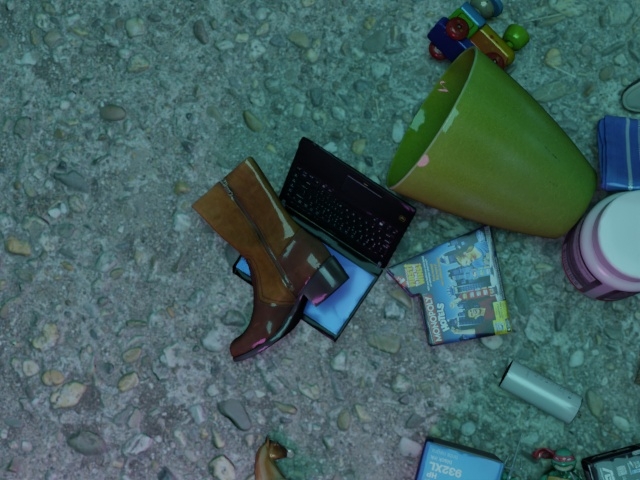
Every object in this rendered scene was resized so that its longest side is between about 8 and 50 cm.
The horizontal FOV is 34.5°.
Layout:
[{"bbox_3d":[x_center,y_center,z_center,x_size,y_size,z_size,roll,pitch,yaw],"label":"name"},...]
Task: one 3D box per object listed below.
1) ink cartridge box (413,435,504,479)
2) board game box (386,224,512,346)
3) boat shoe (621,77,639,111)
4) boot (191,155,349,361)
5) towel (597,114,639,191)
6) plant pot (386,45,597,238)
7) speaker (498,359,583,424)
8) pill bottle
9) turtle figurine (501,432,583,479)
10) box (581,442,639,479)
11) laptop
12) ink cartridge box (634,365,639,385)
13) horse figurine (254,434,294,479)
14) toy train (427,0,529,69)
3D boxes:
[{"bbox_3d":[0.192,0.483,1.656,0.129,0.223,0.307,15,83,7],"label":"ink cartridge box"},{"bbox_3d":[0.218,0.083,1.794,0.194,0.060,0.194,-10,81,3],"label":"board game box"},{"bbox_3d":[0.628,-0.291,1.830,0.206,0.075,0.065,-23,38,6],"label":"boat shoe"},{"bbox_3d":[-0.131,0.039,1.776,0.264,0.096,0.280,-43,85,23],"label":"boot"},{"bbox_3d":[0.631,-0.150,1.702,0.336,0.243,0.040,-1,122,15],"label":"towel"},{"bbox_3d":[0.305,-0.132,1.731,0.293,0.275,0.275,30,85,-8],"label":"plant pot"},{"bbox_3d":[0.376,0.258,1.761,0.136,0.055,0.055,28,85,7],"label":"speaker"},{"bbox_3d":[0.493,0.009,1.672,0.161,0.283,0.161,-1,82,4],"label":"pill bottle"},{"bbox_3d":[0.394,0.433,1.701,0.175,0.118,0.234,3,96,37],"label":"turtle figurine"},{"bbox_3d":[0.640,0.512,1.686,0.318,0.097,0.395,-17,81,4],"label":"box"},{"bbox_3d":[0.000,0.000,1.782,0.234,0.264,0.136,33,49,7],"label":"laptop"},{"bbox_3d":[0.658,0.163,1.755,0.171,0.056,0.235,20,81,6],"label":"ink cartridge box"},{"bbox_3d":[-0.070,0.488,1.755,0.174,0.066,0.263,24,82,1],"label":"horse figurine"},{"bbox_3d":[0.323,-0.326,1.837,0.248,0.105,0.143,45,70,0],"label":"toy train"}]
